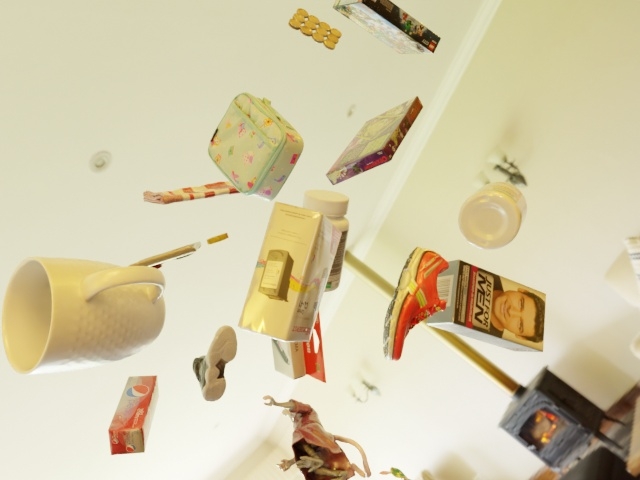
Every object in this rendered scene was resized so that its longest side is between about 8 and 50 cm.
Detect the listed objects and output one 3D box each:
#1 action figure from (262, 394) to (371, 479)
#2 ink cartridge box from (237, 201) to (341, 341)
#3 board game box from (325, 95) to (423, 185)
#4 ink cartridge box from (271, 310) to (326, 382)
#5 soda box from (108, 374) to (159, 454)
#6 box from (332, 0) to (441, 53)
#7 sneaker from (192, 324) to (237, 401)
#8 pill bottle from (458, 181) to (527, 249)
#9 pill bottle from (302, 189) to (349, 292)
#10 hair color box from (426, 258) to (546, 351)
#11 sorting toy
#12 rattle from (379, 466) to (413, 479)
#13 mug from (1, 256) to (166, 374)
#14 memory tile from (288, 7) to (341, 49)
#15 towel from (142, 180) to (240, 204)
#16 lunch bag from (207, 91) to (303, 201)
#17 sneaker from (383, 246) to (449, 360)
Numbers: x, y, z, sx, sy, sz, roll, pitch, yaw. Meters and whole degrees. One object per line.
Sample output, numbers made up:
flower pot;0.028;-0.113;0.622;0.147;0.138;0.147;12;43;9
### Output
action figure;-0.029;0.616;1.684;0.276;0.370;0.247;-13;-74;-9
ink cartridge box;-0.066;0.086;1.266;0.226;0.131;0.306;38;-114;-73
board game box;0.166;-0.300;1.535;0.208;0.056;0.346;-14;29;38
ink cartridge box;-0.084;0.327;1.721;0.060;0.239;0.274;-10;-82;-34
soda box;-0.533;0.495;1.491;0.263;0.092;0.083;-116;27;-71
box;0.163;-0.539;1.280;0.233;0.159;0.044;22;-82;-29
sneaker;-0.374;0.405;1.786;0.101;0.153;0.268;10;-83;-35
pill bottle;0.425;-0.070;1.256;0.246;0.136;0.136;-27;-31;-61
pill bottle;0.000;0.000;1.978;0.204;0.204;0.360;-20;-57;-57
hair color box;0.498;0.201;1.532;0.114;0.375;0.185;-18;57;57
sorting toy;-0.443;0.043;1.654;0.308;0.041;0.229;-18;5;-6
rattle;0.254;0.551;1.170;0.143;0.200;0.130;-42;-29;-16
mug;-0.549;0.165;1.302;0.374;0.276;0.328;-34;-25;30
memory tile;-0.014;-0.599;1.466;0.012;0.148;0.113;-52;14;46
towel;-0.393;-0.162;1.703;0.329;0.237;0.037;-13;-76;-32
lunch bag;-0.178;-0.258;1.377;0.108;0.279;0.224;10;-60;-48
sneaker;0.220;0.145;1.162;0.107;0.119;0.278;95;-162;-70
